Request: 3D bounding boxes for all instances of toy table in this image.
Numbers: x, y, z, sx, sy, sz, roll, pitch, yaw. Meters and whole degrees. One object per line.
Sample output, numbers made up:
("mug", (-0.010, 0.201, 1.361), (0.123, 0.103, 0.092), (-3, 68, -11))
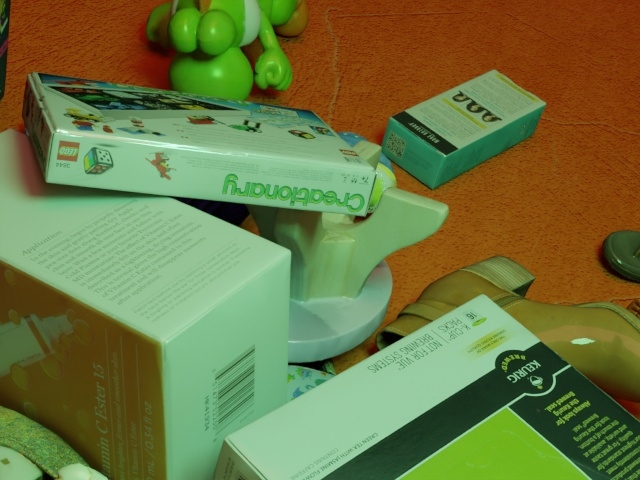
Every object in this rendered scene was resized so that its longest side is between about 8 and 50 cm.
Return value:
("toy table", (0.000, 0.000, 1.324), (0.252, 0.160, 0.274), (13, 25, 4))

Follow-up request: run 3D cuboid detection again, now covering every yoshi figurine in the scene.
("yoshi figurine", (-0.130, -0.278, 1.683), (0.203, 0.204, 0.362), (57, 22, -13))

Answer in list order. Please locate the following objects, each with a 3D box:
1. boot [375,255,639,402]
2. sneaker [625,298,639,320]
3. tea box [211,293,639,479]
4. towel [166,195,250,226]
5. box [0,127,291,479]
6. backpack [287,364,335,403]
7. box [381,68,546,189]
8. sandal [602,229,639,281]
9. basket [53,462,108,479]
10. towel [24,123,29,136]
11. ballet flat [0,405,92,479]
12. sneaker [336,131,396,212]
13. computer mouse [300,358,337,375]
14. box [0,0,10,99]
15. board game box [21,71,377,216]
("boot", (0.220, 0.125, 1.333), (0.283, 0.109, 0.220), (37, 42, 26))
("sneaker", (0.429, 0.168, 1.372), (0.121, 0.099, 0.262), (8, 41, -17))
("tea box", (0.122, 0.268, 1.046), (0.329, 0.220, 0.323), (-24, 53, -38))
("towel", (-0.202, -0.062, 1.381), (0.228, 0.076, 0.308), (27, 40, 13))
("box", (-0.213, 0.070, 1.116), (0.345, 0.215, 0.168), (23, 38, 29))
("backpack", (-0.031, 0.175, 1.210), (0.114, 0.084, 0.105), (10, 37, -3))
("box", (0.200, -0.157, 1.698), (0.100, 0.060, 0.244), (38, 44, 25))
("sandal", (0.468, 0.013, 1.591), (0.219, 0.060, 0.090), (7, 40, -11))
("basket", (-0.131, 0.369, 0.714), (0.266, 0.331, 0.328), (33, 61, 27))
("towel", (-0.237, -0.054, 1.448), (0.209, 0.034, 0.285), (0, 42, -19))
("ballet flat", (-0.222, 0.247, 1.020), (0.349, 0.123, 0.123), (35, 43, 17))
("sneaker", (-0.013, -0.102, 1.560), (0.240, 0.091, 0.126), (23, 21, 9))
("computer mouse", (-0.081, 0.126, 1.287), (0.193, 0.042, 0.106), (-2, 47, -30))
("box", (-0.462, -0.261, 1.426), (0.165, 0.270, 0.143), (18, 39, 2))
("board game box", (-0.121, -0.094, 1.179), (0.305, 0.053, 0.193), (6, 20, -22))
